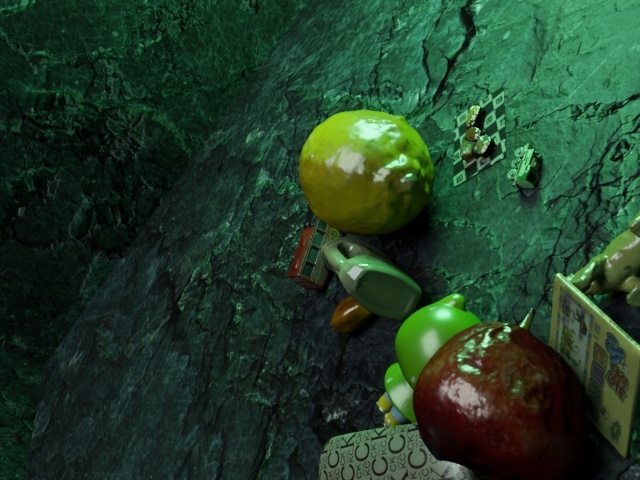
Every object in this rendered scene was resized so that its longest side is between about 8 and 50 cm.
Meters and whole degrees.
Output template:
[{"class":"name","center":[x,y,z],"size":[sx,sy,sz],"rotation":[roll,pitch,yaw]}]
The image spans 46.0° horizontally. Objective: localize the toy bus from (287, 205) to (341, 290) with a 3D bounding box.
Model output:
[{"class":"toy bus","center":[0.000,0.000,1.764],"size":[0.073,0.096,0.235],"rotation":[-11,57,53]}]

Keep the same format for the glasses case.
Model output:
[{"class":"glasses case","center":[0.118,0.371,1.218],"size":[0.355,0.085,0.137],"rotation":[-25,59,47]}]

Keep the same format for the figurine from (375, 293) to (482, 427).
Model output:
[{"class":"figurine","center":[0.178,0.212,1.238],"size":[0.263,0.143,0.162],"rotation":[-57,30,32]}]

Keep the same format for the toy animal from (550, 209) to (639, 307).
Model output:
[{"class":"toy animal","center":[0.422,0.026,1.057],"size":[0.218,0.103,0.101],"rotation":[-51,10,23]}]

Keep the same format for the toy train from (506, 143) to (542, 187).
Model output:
[{"class":"toy train","center":[0.366,-0.132,1.340],"size":[0.053,0.033,0.083],"rotation":[3,67,54]}]

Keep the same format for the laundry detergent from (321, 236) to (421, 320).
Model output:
[{"class":"laundry detergent","center":[0.088,0.061,1.479],"size":[0.091,0.181,0.253],"rotation":[-62,21,9]}]

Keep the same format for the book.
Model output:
[{"class":"book","center":[0.358,0.159,0.995],"size":[0.192,0.013,0.168],"rotation":[-121,22,-59]}]

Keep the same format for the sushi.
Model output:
[{"class":"sushi","center":[0.308,-0.220,1.518],"size":[0.139,0.031,0.201],"rotation":[-33,39,43]}]

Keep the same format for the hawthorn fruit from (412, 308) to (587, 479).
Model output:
[{"class":"hawthorn fruit","center":[0.249,0.204,1.037],"size":[0.210,0.230,0.266],"rotation":[110,-176,-52]}]

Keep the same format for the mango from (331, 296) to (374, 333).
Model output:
[{"class":"mango","center":[0.070,0.148,1.547],"size":[0.114,0.060,0.080],"rotation":[-36,21,42]}]

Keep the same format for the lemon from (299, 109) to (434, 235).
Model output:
[{"class":"lemon","center":[0.091,-0.138,1.549],"size":[0.285,0.285,0.316],"rotation":[-60,-7,2]}]
